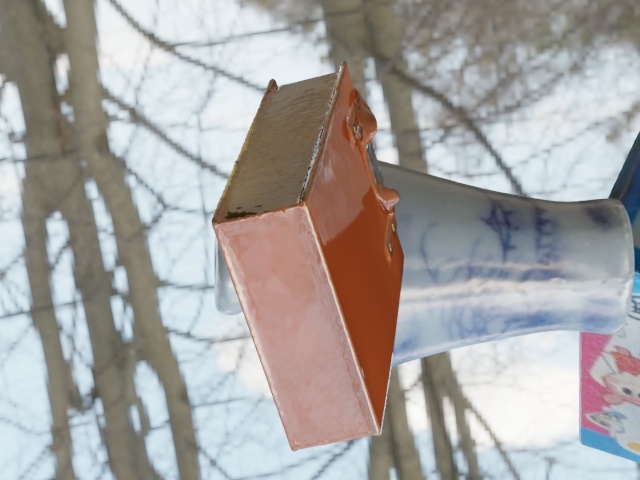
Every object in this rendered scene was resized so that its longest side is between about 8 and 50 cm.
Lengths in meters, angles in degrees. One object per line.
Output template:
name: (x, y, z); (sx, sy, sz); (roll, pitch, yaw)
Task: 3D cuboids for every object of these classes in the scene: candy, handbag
candy: (0.275, 0.049, 1.175); (0.100, 0.306, 0.157); (19, -118, 20)
handbag: (0.000, 0.000, 0.753); (0.062, 0.127, 0.190); (-12, -155, 14)

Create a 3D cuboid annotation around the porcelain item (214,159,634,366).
porcelain item: (0.062, 0.014, 0.945); (0.259, 0.141, 0.141); (-1, -160, -5)
